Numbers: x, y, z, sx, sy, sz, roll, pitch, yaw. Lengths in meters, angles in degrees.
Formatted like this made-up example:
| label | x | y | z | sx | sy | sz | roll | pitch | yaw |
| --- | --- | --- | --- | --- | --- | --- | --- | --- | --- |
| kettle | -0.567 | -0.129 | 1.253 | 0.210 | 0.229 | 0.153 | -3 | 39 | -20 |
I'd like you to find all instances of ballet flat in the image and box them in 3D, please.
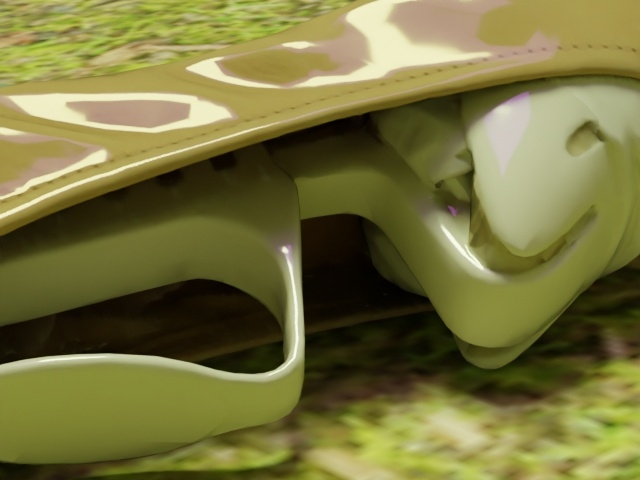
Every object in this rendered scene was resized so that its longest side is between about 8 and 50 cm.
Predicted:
| label | x | y | z | sx | sy | sz | roll | pitch | yaw |
| --- | --- | --- | --- | --- | --- | --- | --- | --- | --- |
| ballet flat | 0.000 | 0.000 | 0.358 | 0.232 | 0.080 | 0.073 | -14 | 50 | -15 |
